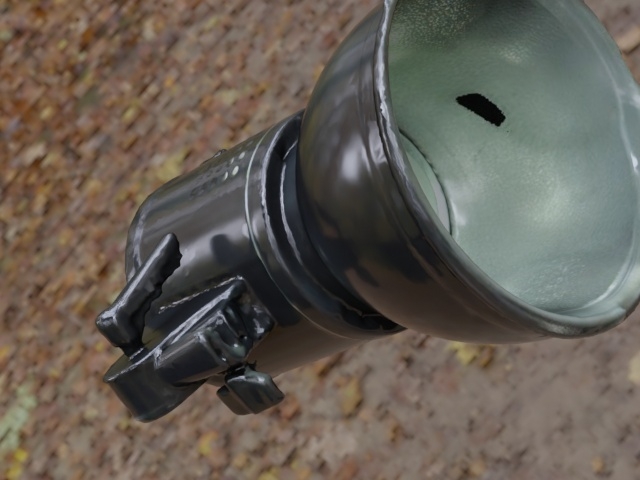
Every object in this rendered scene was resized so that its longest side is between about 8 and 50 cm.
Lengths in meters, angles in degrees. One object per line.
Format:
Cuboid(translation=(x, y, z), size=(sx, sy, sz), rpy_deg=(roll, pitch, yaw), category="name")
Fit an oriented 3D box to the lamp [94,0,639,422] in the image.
Cuboid(translation=(0.000, 0.000, 0.569), size=(0.227, 0.147, 0.172), rpy_deg=(-26, 18, 45), category="lamp")
